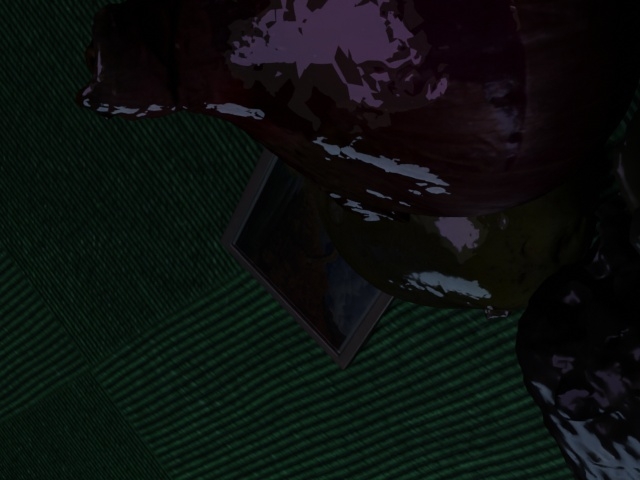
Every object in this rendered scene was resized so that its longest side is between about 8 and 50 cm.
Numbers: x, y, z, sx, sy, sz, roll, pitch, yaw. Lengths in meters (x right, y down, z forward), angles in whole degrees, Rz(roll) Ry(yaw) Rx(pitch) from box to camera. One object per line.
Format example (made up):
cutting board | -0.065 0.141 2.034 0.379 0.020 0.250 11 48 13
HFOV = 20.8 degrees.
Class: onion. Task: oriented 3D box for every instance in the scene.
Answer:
onion | 0.013 -0.160 1.109 0.348 0.385 0.348 44 146 42

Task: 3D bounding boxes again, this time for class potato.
potato | 0.097 -0.028 1.347 0.228 0.148 0.197 28 155 28

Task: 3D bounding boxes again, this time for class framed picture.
framed picture | 0.000 0.000 1.609 0.184 0.016 0.250 46 147 10

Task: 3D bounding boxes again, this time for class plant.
plant | 0.252 0.059 1.138 0.215 0.213 0.312 28 155 29
